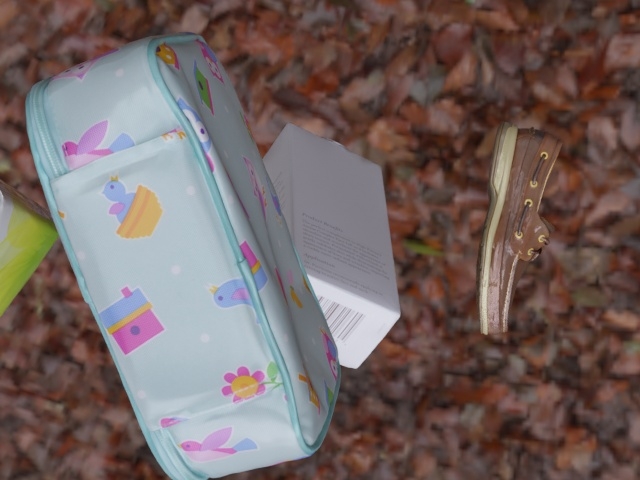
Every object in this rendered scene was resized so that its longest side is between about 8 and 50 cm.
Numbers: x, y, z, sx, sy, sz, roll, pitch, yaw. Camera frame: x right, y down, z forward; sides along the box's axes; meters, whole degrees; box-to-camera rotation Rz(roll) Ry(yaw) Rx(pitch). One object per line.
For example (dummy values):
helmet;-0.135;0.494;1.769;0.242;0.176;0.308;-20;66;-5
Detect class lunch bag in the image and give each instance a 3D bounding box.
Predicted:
lunch bag;-0.079;0.009;0.787;0.107;0.224;0.279;-19;100;7

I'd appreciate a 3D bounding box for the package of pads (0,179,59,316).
package of pads;-0.372;0.066;1.087;0.101;0.297;0.229;34;174;5

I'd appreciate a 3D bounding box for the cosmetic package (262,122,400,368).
cosmetic package;0.000;0.000;1.168;0.117;0.231;0.085;25;123;-20

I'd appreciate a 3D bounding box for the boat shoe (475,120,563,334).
boat shoe;0.163;-0.008;1.009;0.060;0.178;0.064;8;180;7
